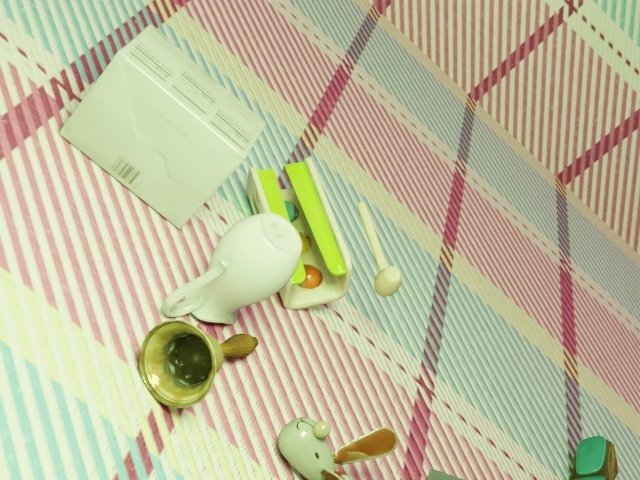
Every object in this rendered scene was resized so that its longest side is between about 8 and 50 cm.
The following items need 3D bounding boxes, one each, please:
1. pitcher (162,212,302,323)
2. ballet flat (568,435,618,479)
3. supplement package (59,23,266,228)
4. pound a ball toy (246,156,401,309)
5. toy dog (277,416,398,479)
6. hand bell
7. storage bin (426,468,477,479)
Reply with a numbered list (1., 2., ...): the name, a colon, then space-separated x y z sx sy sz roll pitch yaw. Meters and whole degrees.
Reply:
1. pitcher: -0.139 0.052 1.390 0.178 0.207 0.125 -9 61 -53
2. ballet flat: 0.562 0.531 1.836 0.342 0.116 0.124 -30 98 -63
3. supplement package: -0.267 -0.193 1.514 0.262 0.204 0.145 40 32 -12
4. pound a ball toy: 0.000 0.000 1.661 0.208 0.135 0.319 -12 57 -15
5. toy dog: 0.095 0.391 1.333 0.334 0.161 0.220 35 32 -19
6. hand bell: -0.157 0.170 1.357 0.126 0.126 0.242 54 20 12
7. storage bin: 0.208 0.454 1.486 0.091 0.098 0.135 22 29 11
